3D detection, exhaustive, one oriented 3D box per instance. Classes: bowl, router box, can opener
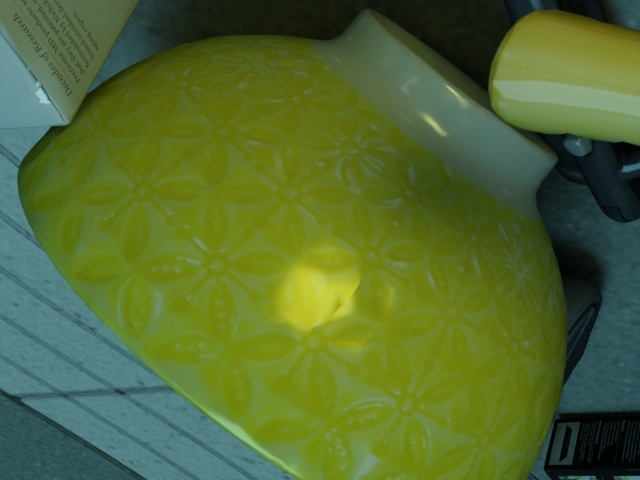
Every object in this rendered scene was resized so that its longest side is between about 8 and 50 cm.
[{"bbox_3d":[0.020,-0.014,0.646,0.289,0.289,0.156,34,103,-18],"label":"bowl"},{"bbox_3d":[0.250,0.184,0.925,0.133,0.046,0.179,-7,137,35],"label":"router box"},{"bbox_3d":[0.115,-0.079,0.623,0.073,0.059,0.186,-1,140,31],"label":"can opener"}]

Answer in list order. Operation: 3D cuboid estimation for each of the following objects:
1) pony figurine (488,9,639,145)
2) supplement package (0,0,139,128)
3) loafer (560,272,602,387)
[{"bbox_3d":[0.290,-0.024,0.401,0.351,0.302,0.363,-1,-159,-44],"label":"pony figurine"},{"bbox_3d":[-0.223,-0.184,0.590,0.204,0.145,0.262,0,140,29],"label":"supplement package"},{"bbox_3d":[0.097,0.108,0.877,0.095,0.109,0.302,33,143,18],"label":"loafer"}]
